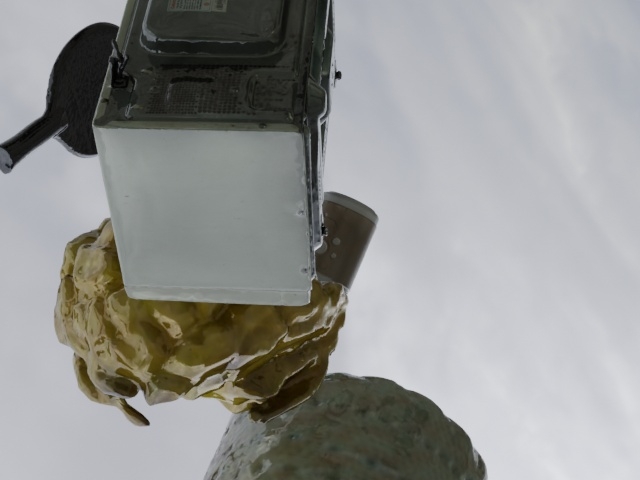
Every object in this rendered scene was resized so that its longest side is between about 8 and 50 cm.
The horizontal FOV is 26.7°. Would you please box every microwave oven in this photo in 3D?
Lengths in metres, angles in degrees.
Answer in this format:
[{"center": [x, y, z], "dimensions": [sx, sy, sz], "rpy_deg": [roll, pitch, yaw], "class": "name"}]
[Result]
[{"center": [-0.061, -0.103, 0.941], "dimensions": [0.194, 0.145, 0.240], "rpy_deg": [92, -177, -46], "class": "microwave oven"}]

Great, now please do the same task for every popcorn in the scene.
[{"center": [-0.096, 0.058, 1.112], "dimensions": [0.250, 0.250, 0.190], "rpy_deg": [-4, -92, -67], "class": "popcorn"}]

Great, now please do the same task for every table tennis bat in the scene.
[{"center": [-0.270, -0.146, 1.478], "dimensions": [0.236, 0.027, 0.150], "rpy_deg": [-45, -41, -41], "class": "table tennis bat"}]

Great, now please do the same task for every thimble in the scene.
[{"center": [0.009, 0.274, 1.311], "dimensions": [0.291, 0.291, 0.195], "rpy_deg": [43, -133, -22], "class": "thimble"}]

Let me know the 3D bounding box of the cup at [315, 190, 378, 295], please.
[{"center": [0.007, 0.004, 1.427], "dimensions": [0.074, 0.099, 0.102], "rpy_deg": [29, 171, -25], "class": "cup"}]
